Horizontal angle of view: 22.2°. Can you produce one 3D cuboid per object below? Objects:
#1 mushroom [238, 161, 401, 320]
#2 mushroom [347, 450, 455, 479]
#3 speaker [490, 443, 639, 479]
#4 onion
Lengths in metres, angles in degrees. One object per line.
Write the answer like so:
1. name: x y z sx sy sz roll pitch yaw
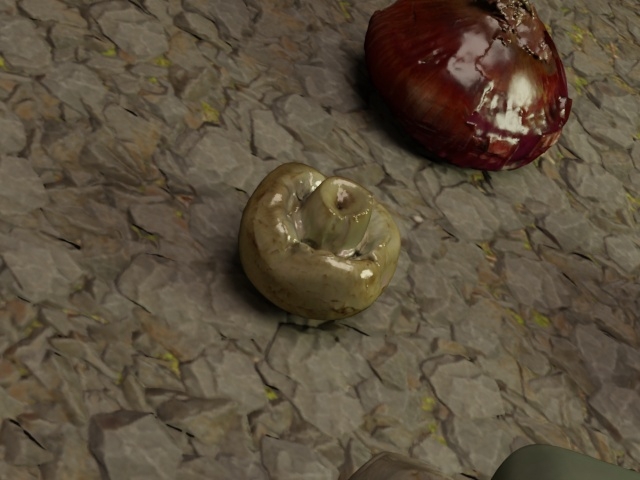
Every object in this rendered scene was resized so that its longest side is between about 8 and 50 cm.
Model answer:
1. mushroom: 0.000 0.000 1.369 0.148 0.112 0.148 12 45 -12
2. mushroom: 0.034 0.231 1.170 0.097 0.088 0.212 51 41 -15
3. speaker: 0.288 0.305 1.179 0.406 0.183 0.184 20 35 -7
4. onion: 0.164 -0.184 1.638 0.230 0.163 0.230 27 34 -20
